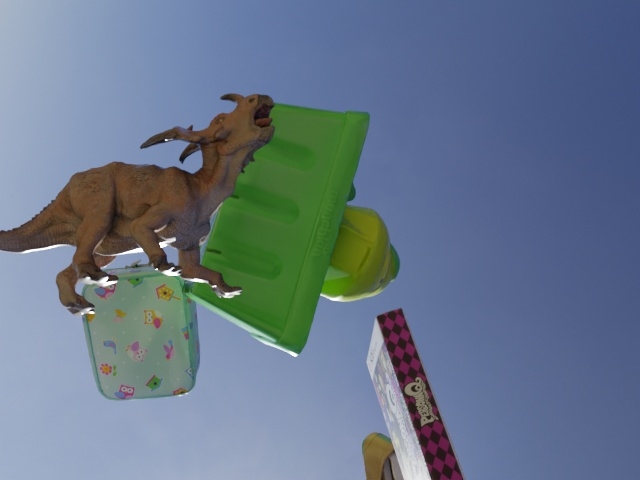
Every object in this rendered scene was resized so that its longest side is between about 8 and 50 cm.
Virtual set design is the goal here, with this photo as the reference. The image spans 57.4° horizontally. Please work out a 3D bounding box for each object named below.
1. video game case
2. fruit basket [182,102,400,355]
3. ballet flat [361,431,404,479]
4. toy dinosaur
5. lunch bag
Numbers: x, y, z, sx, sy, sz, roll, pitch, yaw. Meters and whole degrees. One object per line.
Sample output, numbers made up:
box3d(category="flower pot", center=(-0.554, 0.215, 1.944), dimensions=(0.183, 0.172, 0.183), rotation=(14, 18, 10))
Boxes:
box3d(category="video game case", center=(0.115, 0.230, 0.747), dimensions=(0.041, 0.210, 0.232), rotation=(-15, -116, -6))
box3d(category="fruit basket", center=(0.000, 0.000, 0.935), dimensions=(0.283, 0.391, 0.393), rotation=(-13, -123, 71))
box3d(category="ballet flat", center=(0.123, 0.460, 1.046), dimensions=(0.073, 0.080, 0.233), rotation=(0, -75, 44))
box3d(category="toy dinosaur", center=(-0.186, -0.042, 0.597), dimensions=(0.127, 0.295, 0.201), rotation=(109, -28, -67))
box3d(category="lunch bag", center=(-0.368, 0.181, 1.196), dimensions=(0.108, 0.223, 0.280), rotation=(-106, -168, -77))
